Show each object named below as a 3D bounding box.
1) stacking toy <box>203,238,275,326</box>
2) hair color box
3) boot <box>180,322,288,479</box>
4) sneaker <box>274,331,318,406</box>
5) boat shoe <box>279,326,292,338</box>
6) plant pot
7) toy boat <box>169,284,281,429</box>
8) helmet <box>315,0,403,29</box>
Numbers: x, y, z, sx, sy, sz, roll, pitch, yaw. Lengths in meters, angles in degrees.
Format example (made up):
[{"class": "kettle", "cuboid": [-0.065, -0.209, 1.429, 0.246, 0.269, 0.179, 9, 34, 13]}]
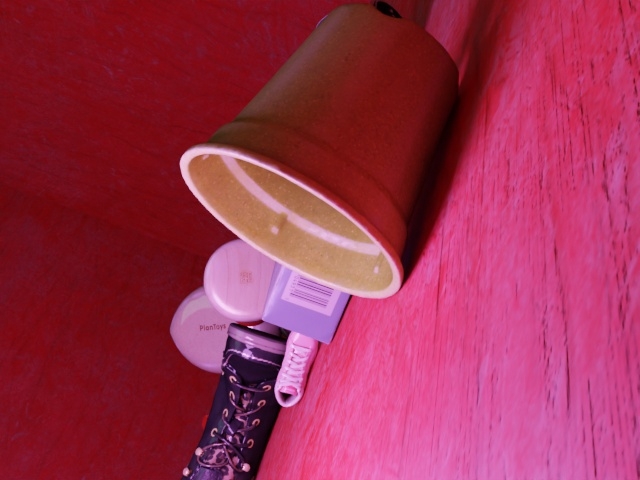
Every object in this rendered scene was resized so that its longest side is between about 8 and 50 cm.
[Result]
[{"class": "stacking toy", "cuboid": [-0.130, 0.091, 1.787, 0.330, 0.141, 0.141, 107, -177, -80]}, {"class": "hair color box", "cuboid": [0.008, -0.020, 1.574, 0.374, 0.113, 0.185, -82, 13, -64]}, {"class": "boot", "cuboid": [-0.140, 0.303, 1.731, 0.377, 0.138, 0.284, 114, 176, -75]}, {"class": "sneaker", "cuboid": [-0.037, 0.200, 1.551, 0.070, 0.051, 0.134, -85, 12, -65]}, {"class": "boat shoe", "cuboid": [-0.024, 0.088, 1.794, 0.072, 0.068, 0.190, -37, 31, 51]}, {"class": "plant pot", "cuboid": [0.025, -0.115, 1.128, 0.254, 0.276, 0.276, -60, 1, -19]}, {"class": "toy boat", "cuboid": [-0.185, 0.242, 2.054, 0.148, 0.267, 0.318, 0, -90, -58]}, {"class": "helmet", "cuboid": [0.072, -0.325, 1.724, 0.161, 0.169, 0.169, -42, -18, -48]}]
